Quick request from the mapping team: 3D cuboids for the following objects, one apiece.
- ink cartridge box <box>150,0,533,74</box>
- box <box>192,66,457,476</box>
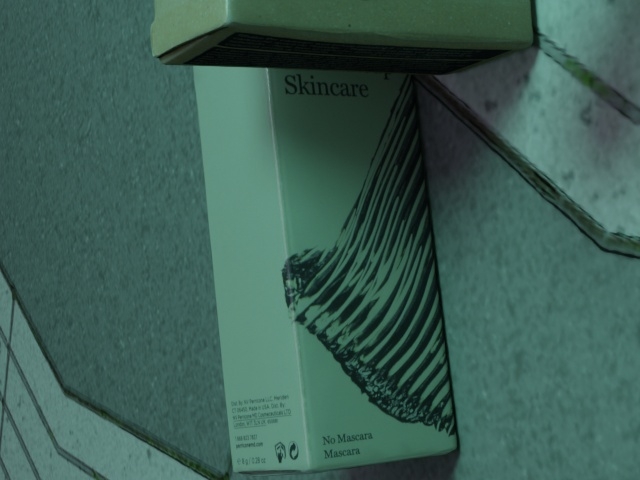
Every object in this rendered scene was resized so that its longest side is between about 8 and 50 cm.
[{"bbox_3d":[0.008,-0.212,0.709,0.088,0.193,0.235,-8,85,59],"label":"ink cartridge box"},{"bbox_3d":[0.000,0.000,0.813,0.094,0.113,0.275,-16,79,57],"label":"box"}]
